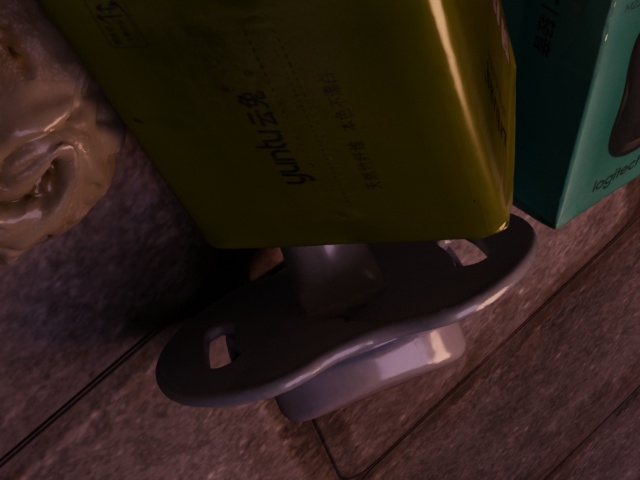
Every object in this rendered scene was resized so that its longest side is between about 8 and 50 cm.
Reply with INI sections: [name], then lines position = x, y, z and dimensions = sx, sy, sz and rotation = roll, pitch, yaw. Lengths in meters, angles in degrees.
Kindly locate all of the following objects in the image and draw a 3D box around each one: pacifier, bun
[pacifier]
position = 0.000, 0.000, 0.923
dimensions = 0.299, 0.244, 0.233
rotation = -21, 113, -3
[bun]
position = -0.169, -0.061, 0.688
dimensions = 0.183, 0.102, 0.183
rotation = -35, 147, -27

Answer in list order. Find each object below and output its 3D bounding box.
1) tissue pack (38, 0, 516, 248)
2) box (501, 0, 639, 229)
[tissue pack]
position = -0.008, -0.125, 0.693
dimensions = 0.275, 0.200, 0.167
rotation = 63, 29, -56
[box]
position = 0.253, -0.183, 1.077
dimensions = 0.205, 0.118, 0.311
rotation = -31, 145, -30
